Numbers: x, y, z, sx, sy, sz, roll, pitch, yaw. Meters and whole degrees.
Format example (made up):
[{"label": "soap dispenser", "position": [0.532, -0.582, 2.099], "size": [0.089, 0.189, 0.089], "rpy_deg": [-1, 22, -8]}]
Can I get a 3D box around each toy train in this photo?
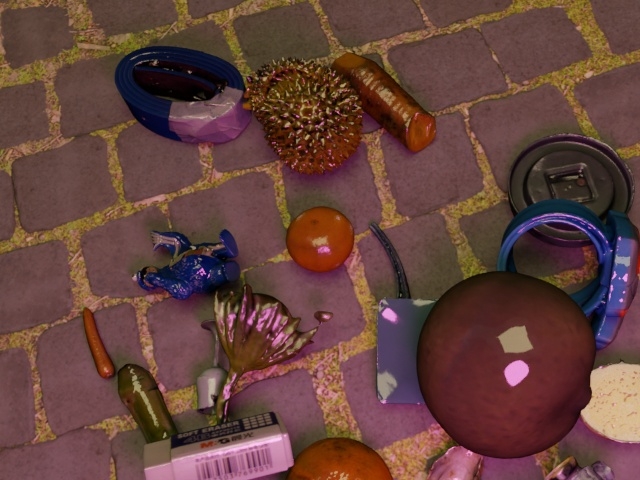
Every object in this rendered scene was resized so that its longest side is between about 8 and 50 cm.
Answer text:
[{"label": "toy train", "position": [0.429, 0.512, 1.496], "size": [0.260, 0.177, 0.134], "rpy_deg": [-36, 66, -11]}]

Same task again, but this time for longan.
[{"label": "longan", "position": [0.353, 0.236, 1.534], "size": [0.360, 0.361, 0.361], "rpy_deg": [-3, 65, 6]}]

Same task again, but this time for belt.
[{"label": "belt", "position": [-0.346, -0.366, 2.032], "size": [0.346, 0.117, 0.213], "rpy_deg": [17, 67, 15]}]

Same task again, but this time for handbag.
[{"label": "handbag", "position": [0.188, 0.231, 1.696], "size": [0.144, 0.057, 0.221], "rpy_deg": [1, 81, 2]}]

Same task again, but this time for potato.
[{"label": "potato", "position": [0.608, 0.323, 1.618], "size": [0.200, 0.081, 0.164], "rpy_deg": [0, 73, 10]}]

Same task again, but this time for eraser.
[{"label": "eraser", "position": [-0.200, 0.416, 1.577], "size": [0.278, 0.124, 0.081], "rpy_deg": [-11, 102, -10]}]

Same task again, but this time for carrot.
[{"label": "carrot", "position": [-0.505, 0.226, 1.822], "size": [0.037, 0.037, 0.190], "rpy_deg": [-27, 64, -6]}, {"label": "carrot", "position": [0.149, -0.342, 1.965], "size": [0.114, 0.114, 0.302], "rpy_deg": [-40, 67, -11]}]

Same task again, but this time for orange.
[{"label": "orange", "position": [0.000, 0.000, 1.818], "size": [0.156, 0.124, 0.156], "rpy_deg": [-7, 47, 7]}, {"label": "orange", "position": [0.034, 0.497, 1.555], "size": [0.240, 0.171, 0.240], "rpy_deg": [-3, 63, 6]}]

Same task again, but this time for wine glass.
[{"label": "wine glass", "position": [-0.226, 0.273, 1.742], "size": [0.079, 0.079, 0.196], "rpy_deg": [-3, 65, 5]}]

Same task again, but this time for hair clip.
[{"label": "hair clip", "position": [0.164, 0.075, 1.811], "size": [0.083, 0.048, 0.275], "rpy_deg": [-18, 59, 10]}]

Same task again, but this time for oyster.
[{"label": "oyster", "position": [0.247, 0.562, 1.535], "size": [0.166, 0.110, 0.342], "rpy_deg": [-4, 62, -1]}]

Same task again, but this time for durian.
[{"label": "durian", "position": [-0.031, -0.301, 1.900], "size": [0.258, 0.258, 0.293], "rpy_deg": [-38, 74, -11]}]

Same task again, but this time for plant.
[{"label": "plant", "position": [-0.147, 0.251, 1.654], "size": [0.251, 0.180, 0.334], "rpy_deg": [32, 61, -18]}]

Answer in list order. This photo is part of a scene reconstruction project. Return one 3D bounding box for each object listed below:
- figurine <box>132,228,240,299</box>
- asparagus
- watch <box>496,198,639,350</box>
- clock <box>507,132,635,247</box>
[{"label": "figurine", "position": [-0.299, 0.068, 1.835], "size": [0.262, 0.121, 0.164], "rpy_deg": [-2, 57, 25]}, {"label": "asparagus", "position": [-0.328, 0.411, 1.690], "size": [0.082, 0.085, 0.343], "rpy_deg": [-26, 70, -18]}, {"label": "watch", "position": [0.502, 0.076, 1.680], "size": [0.274, 0.241, 0.305], "rpy_deg": [9, 107, 12]}, {"label": "clock", "position": [0.563, -0.112, 1.837], "size": [0.280, 0.055, 0.281], "rpy_deg": [-2, 65, 5]}]
